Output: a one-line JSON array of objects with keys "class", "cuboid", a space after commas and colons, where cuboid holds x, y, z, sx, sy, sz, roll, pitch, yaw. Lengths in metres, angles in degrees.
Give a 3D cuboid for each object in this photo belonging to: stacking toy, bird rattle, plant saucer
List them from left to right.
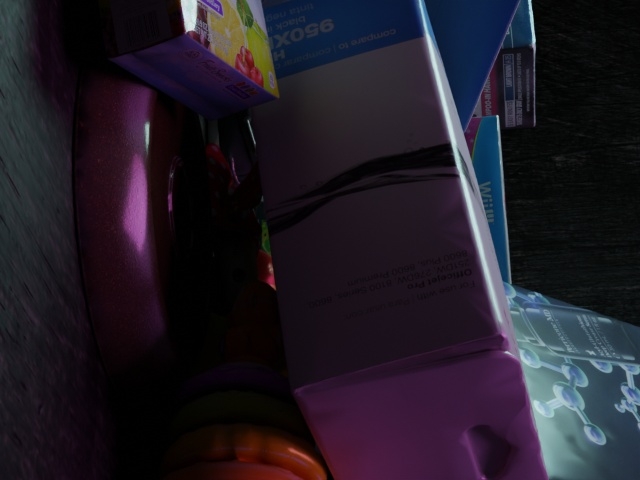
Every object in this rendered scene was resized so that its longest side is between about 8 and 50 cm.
[{"class": "plant saucer", "cuboid": [-0.131, -0.022, 1.185, 0.310, 0.050, 0.310, -3, 90, -83]}, {"class": "bird rattle", "cuboid": [-0.085, 0.035, 1.430, 0.207, 0.143, 0.253, 116, -41, -80]}, {"class": "stacking toy", "cuboid": [-0.060, 0.157, 1.157, 0.175, 0.166, 0.301, 84, 6, -54]}]

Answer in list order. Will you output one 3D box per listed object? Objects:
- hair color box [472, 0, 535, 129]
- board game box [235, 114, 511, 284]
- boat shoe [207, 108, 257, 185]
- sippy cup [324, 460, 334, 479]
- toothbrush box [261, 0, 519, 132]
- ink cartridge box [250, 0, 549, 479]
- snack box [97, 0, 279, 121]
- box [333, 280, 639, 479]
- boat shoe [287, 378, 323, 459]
[{"class": "hair color box", "cuboid": [0.075, -0.203, 1.750, 0.174, 0.347, 0.105, 74, 13, -60]}, {"class": "board game box", "cuboid": [0.055, -0.014, 1.659, 0.097, 0.303, 0.224, 75, 12, -64]}, {"class": "boat shoe", "cuboid": [-0.084, -0.157, 1.581, 0.075, 0.065, 0.206, 65, 22, -72]}, {"class": "sippy cup", "cuboid": [0.019, 0.297, 1.621, 0.305, 0.240, 0.224, 93, -12, -54]}, {"class": "toothbrush box", "cuboid": [0.035, -0.254, 1.425, 0.126, 0.296, 0.216, -83, -169, -61]}, {"class": "ink cartridge box", "cuboid": [0.062, 0.019, 1.246, 0.285, 0.166, 0.395, 67, 11, -50]}, {"class": "snack box", "cuboid": [-0.108, -0.214, 1.124, 0.174, 0.070, 0.207, 26, 50, -68]}, {"class": "box", "cuboid": [0.225, 0.226, 1.515, 0.212, 0.396, 0.293, -55, -150, 32]}, {"class": "boat shoe", "cuboid": [-0.024, 0.157, 1.513, 0.081, 0.079, 0.227, 30, 25, -35]}]
